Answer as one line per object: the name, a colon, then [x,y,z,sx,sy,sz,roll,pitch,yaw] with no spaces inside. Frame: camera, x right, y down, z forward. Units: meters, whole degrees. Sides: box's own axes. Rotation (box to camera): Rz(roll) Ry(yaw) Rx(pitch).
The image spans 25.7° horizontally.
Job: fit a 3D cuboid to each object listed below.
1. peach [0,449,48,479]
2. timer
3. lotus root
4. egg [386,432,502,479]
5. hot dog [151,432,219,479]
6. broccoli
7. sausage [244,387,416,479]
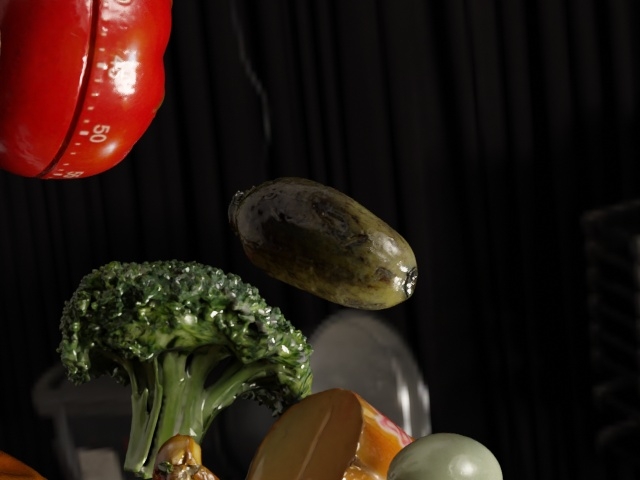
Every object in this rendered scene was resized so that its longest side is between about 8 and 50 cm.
peach: [-0.366,0.357,1.311,0.343,0.342,0.302,-15,-168,-35]
timer: [-0.370,-0.273,1.932,0.279,0.377,0.378,7,-174,-30]
lotus root: [0.000,0.000,1.168,0.179,0.089,0.080,23,-178,23]
egg: [0.152,0.294,1.722,0.152,0.114,0.114,3,-171,-25]
hot dog: [-0.156,0.293,1.587,0.076,0.104,0.250,-25,164,-17]
broccoli: [-0.195,0.170,1.977,0.375,0.301,0.249,16,-169,-22]
sausage: [0.067,0.366,1.908,0.233,0.287,0.233,-35,-150,24]
